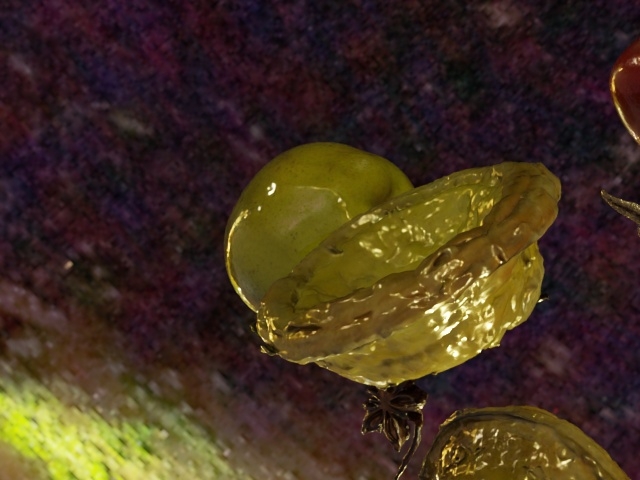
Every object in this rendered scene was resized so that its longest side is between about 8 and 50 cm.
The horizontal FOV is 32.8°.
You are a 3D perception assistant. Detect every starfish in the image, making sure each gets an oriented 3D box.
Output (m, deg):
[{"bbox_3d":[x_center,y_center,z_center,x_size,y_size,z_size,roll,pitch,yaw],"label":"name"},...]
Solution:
[{"bbox_3d":[0.484,0.002,1.476,0.238,0.057,0.213,45,178,1],"label":"starfish"}]

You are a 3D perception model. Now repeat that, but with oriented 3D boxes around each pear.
[{"bbox_3d":[0.000,0.000,1.524,0.294,0.294,0.294,34,153,20],"label":"pear"}]

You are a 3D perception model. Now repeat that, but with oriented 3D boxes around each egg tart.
[{"bbox_3d":[0.096,0.046,1.066,0.345,0.345,0.132,-9,111,59],"label":"egg tart"},{"bbox_3d":[0.308,0.467,1.687,0.443,0.178,0.443,22,123,37],"label":"egg tart"}]

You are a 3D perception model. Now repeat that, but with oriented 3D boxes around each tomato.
[{"bbox_3d":[0.400,-0.150,1.134,0.166,0.082,0.174,-33,101,18],"label":"tomato"}]

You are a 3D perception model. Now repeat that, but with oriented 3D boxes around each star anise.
[{"bbox_3d":[0.100,0.237,1.418,0.097,0.070,0.190,26,116,37],"label":"star anise"}]
